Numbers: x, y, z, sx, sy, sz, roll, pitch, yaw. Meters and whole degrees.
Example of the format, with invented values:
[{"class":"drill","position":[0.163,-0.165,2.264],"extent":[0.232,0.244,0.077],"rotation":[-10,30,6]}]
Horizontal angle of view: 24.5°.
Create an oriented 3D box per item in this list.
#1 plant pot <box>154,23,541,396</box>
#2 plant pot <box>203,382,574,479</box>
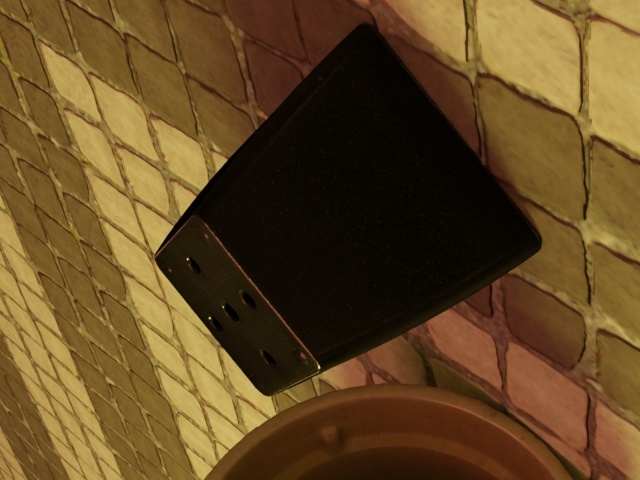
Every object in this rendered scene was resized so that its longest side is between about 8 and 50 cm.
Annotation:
[{"class":"plant pot","position":[0.000,0.000,0.993],"extent":[0.187,0.167,0.188],"rotation":[51,155,-2]},{"class":"plant pot","position":[0.066,0.329,1.211],"extent":[0.334,0.334,0.305],"rotation":[39,164,25]}]
